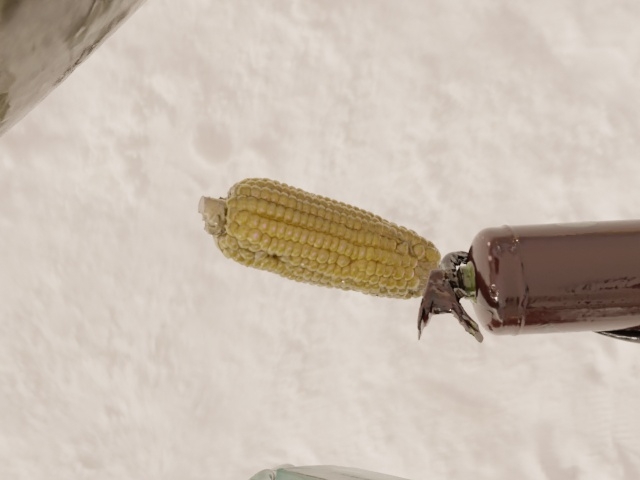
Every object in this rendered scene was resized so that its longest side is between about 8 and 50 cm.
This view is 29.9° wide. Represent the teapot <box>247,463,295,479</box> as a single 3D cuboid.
[{"bbox_3d":[-0.039,0.360,1.419,0.159,0.232,0.158,4,80,-24],"label":"teapot"}]

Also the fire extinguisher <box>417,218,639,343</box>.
[{"bbox_3d":[0.242,0.040,1.007,0.341,0.141,0.105,-4,120,-5],"label":"fire extinguisher"}]

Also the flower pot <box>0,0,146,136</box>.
[{"bbox_3d":[-0.166,-0.228,0.599,0.294,0.293,0.330,27,64,-2],"label":"flower pot"}]

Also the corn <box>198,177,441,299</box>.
[{"bbox_3d":[0.000,0.000,1.640,0.347,0.130,0.130,15,77,-14],"label":"corn"}]

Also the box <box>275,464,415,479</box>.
[{"bbox_3d":[0.031,0.331,1.060,0.092,0.153,0.244,9,84,-43],"label":"box"}]
